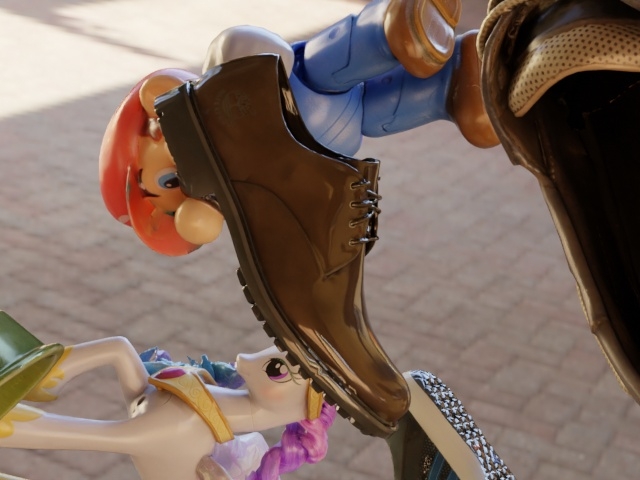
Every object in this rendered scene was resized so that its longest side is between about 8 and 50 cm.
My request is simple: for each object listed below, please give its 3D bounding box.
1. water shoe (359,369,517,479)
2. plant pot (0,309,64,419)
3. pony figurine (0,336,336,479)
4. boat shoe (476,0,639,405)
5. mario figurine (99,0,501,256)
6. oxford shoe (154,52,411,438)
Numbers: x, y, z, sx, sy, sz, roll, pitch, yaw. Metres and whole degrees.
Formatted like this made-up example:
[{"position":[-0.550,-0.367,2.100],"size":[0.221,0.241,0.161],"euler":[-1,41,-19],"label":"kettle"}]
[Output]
[{"position":[0.107,0.200,1.182],"size":[0.073,0.080,0.203],"euler":[13,41,-57],"label":"water shoe"},{"position":[-0.126,0.026,0.402],"size":[0.079,0.083,0.083],"euler":[50,24,2],"label":"plant pot"},{"position":[-0.118,0.233,1.358],"size":[0.363,0.351,0.303],"euler":[-9,17,-6],"label":"pony figurine"},{"position":[0.137,-0.076,0.605],"size":[0.130,0.132,0.355],"euler":[11,53,-50],"label":"boat shoe"},{"position":[-0.028,-0.058,1.052],"size":[0.320,0.198,0.170],"euler":[-19,12,34],"label":"mario figurine"},{"position":[0.000,0.000,0.819],"size":[0.096,0.227,0.083],"euler":[-28,0,9],"label":"oxford shoe"}]
